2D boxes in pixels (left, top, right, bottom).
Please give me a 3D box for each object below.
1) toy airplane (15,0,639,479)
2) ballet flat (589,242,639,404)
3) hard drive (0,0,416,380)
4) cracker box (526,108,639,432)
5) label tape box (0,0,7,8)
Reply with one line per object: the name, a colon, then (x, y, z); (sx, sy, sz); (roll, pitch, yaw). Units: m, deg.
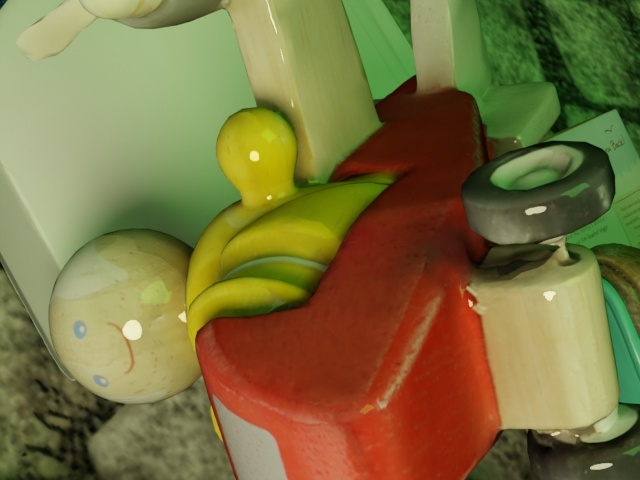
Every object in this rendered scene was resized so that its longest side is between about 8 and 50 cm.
toy airplane: (0.000, 0.000, 0.828); (0.384, 0.272, 0.386); (60, 17, -66)
ballet flat: (0.219, 0.164, 0.955); (0.124, 0.116, 0.342); (-12, 86, -37)
hard drive: (-0.060, -0.068, 1.014); (0.353, 0.047, 0.233); (-18, 72, -46)
cracker box: (0.175, 0.047, 1.070); (0.156, 0.067, 0.232); (-24, 89, -46)
label tape box: (-0.336, -0.165, 0.804); (0.348, 0.115, 0.249); (22, 45, -1)
